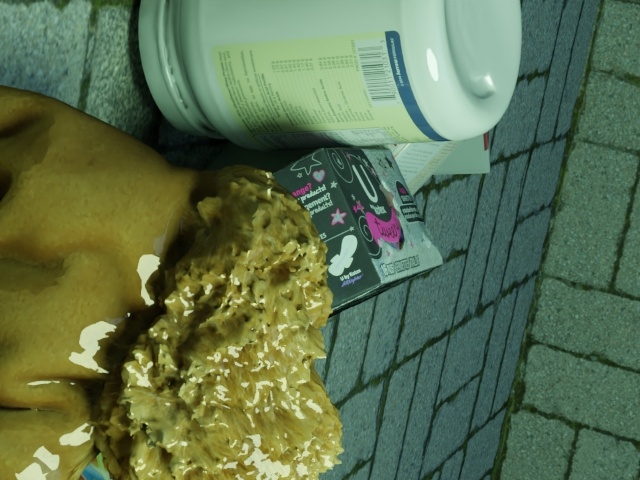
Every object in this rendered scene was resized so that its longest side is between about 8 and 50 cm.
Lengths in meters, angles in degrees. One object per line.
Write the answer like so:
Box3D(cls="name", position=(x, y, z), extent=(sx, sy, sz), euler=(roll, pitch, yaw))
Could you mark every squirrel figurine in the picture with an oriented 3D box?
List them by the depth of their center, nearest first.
Box3D(cls="squirrel figurine", position=(-0.180, 0.114, 1.165), extent=(0.281, 0.397, 0.370), euler=(75, 28, -62))

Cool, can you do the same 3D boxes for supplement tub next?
Box3D(cls="supplement tub", position=(0.010, -0.208, 1.462), extent=(0.235, 0.325, 0.235), euler=(3, 87, -61))

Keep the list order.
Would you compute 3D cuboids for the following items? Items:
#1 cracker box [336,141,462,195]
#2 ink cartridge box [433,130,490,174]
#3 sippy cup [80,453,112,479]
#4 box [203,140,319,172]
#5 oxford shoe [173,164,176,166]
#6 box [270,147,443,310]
Box3D(cls="cracker box", position=(0.075, -0.092, 1.641), extent=(0.232, 0.067, 0.156), euler=(-47, 164, 16))
Box3D(cls="ink cartridge box", position=(0.188, -0.204, 2.210), extent=(0.128, 0.127, 0.176), euler=(75, 16, -56))
Box3D(cls="sippy cup", position=(-0.164, 0.182, 1.502), extent=(0.240, 0.224, 0.305), euler=(-58, 154, -34))
Box3D(cls="box", position=(-0.049, -0.016, 1.795), extent=(0.148, 0.127, 0.232), euler=(-54, 152, -39))
Box3D(cls="oxford shoe", position=(-0.162, -0.040, 1.584), extent=(0.212, 0.076, 0.076), euler=(15, 104, -61))
Box3D(cls="box", position=(0.000, 0.000, 1.457), extent=(0.142, 0.163, 0.247), euler=(65, 17, 4))
